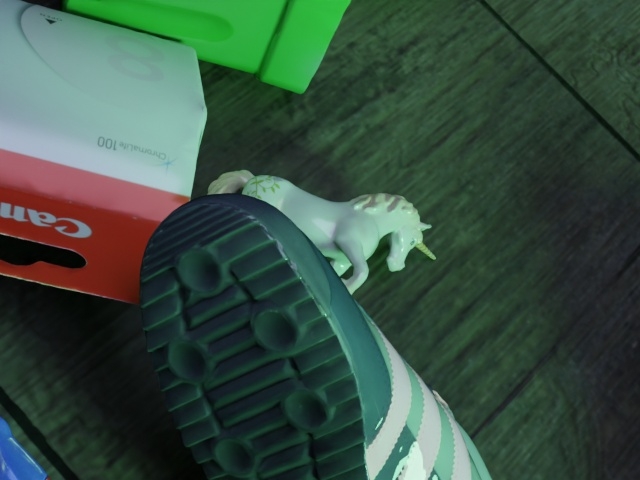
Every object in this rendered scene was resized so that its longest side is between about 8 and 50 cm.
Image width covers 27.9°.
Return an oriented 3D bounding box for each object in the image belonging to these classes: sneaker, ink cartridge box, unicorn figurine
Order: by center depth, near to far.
[{"bbox_3d":[0.015,0.097,0.677,0.319,0.112,0.131,64,29,-21],"label":"sneaker"},{"bbox_3d":[-0.156,-0.064,0.705,0.189,0.066,0.232,14,24,-18],"label":"ink cartridge box"},{"bbox_3d":[0.000,0.000,0.800,0.162,0.060,0.111,30,55,-7],"label":"unicorn figurine"}]

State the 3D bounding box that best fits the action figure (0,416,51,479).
[{"bbox_3d":[-0.194,0.048,0.665,0.280,0.091,0.139,32,61,-7],"label":"action figure"}]

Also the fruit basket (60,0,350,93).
[{"bbox_3d":[0.005,-0.296,0.854,0.392,0.283,0.392,5,69,-13],"label":"fruit basket"}]
